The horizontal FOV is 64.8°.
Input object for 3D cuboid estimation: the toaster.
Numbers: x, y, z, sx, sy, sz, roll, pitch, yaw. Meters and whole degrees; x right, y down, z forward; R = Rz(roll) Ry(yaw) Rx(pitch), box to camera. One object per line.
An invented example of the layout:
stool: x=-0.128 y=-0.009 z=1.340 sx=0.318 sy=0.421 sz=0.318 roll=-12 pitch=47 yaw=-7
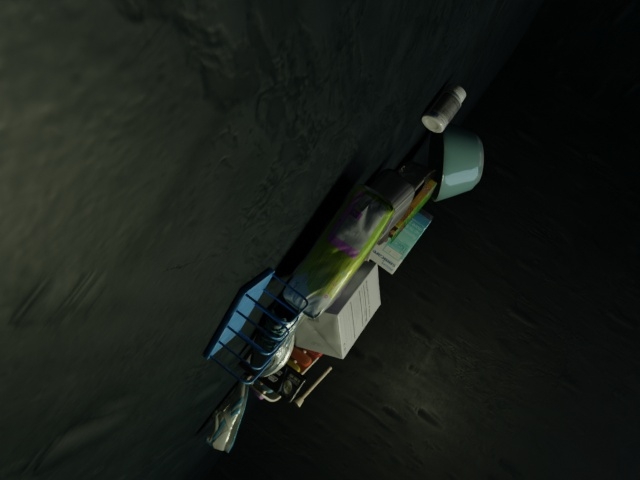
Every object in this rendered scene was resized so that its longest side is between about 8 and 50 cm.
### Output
toaster: x=0.171 y=-0.097 z=1.433 sx=0.146 sy=0.129 sz=0.227 roll=-45 pitch=169 yaw=-39

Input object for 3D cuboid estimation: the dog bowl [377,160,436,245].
dog bowl: x=0.287 y=-0.148 z=1.891 sx=0.348 sy=0.102 sz=0.348 roll=-48 pitch=166 yaw=-15

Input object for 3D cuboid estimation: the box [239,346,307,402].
box: x=-0.135 y=0.385 z=1.472 sx=0.077 sy=0.180 sz=0.147 roll=-55 pitch=173 yaw=-10

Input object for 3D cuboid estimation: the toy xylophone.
toy xylophone: x=-0.103 y=0.455 z=1.809 sx=0.322 sy=0.236 sz=0.081 roll=-48 pitch=134 yaw=-31

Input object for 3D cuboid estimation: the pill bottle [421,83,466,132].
pill bottle: x=0.372 y=-0.399 z=1.512 sx=0.137 sy=0.078 sz=0.078 roll=-53 pitch=172 yaw=-9

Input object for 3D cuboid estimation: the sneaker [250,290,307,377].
sneaker: x=-0.112 y=0.220 z=1.288 sx=0.282 sy=0.110 sz=0.122 roll=-62 pitch=160 yaw=1

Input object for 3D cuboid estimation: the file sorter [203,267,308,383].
file sorter: x=-0.115 y=0.161 z=0.937 sx=0.170 sy=0.105 sz=0.118 roll=-59 pitch=172 yaw=24

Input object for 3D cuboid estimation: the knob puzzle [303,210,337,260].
knob puzzle: x=0.000 y=0.000 z=1.194 sx=0.213 sy=0.030 sz=0.213 roll=-53 pitch=172 yaw=-11

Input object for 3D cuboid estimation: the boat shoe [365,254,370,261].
boat shoe: x=0.111 y=0.117 z=1.855 sx=0.097 sy=0.117 sz=0.324 roll=112 pitch=-5 yaw=-83

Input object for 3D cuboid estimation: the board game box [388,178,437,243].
board game box: x=0.333 y=-0.104 z=1.862 sx=0.259 sy=0.039 sz=0.124 roll=-51 pitch=167 yaw=-17

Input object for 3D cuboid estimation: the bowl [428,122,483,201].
bowl: x=0.517 y=-0.303 z=1.923 sx=0.311 sy=0.163 sz=0.311 roll=1 pitch=90 yaw=-89

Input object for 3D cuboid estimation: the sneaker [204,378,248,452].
sneaker: x=-0.292 y=0.547 z=1.607 sx=0.087 sy=0.092 sz=0.228 roll=108 pitch=0 yaw=-59

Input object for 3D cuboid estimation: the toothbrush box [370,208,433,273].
toothbrush box: x=0.317 y=-0.038 z=2.204 sx=0.295 sy=0.216 sz=0.126 roll=-56 pitch=171 yaw=20

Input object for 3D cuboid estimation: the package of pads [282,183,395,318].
package of pads: x=0.050 y=0.024 z=1.112 sx=0.296 sy=0.101 sz=0.229 roll=-56 pitch=172 yaw=6

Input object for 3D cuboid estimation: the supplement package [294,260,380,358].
supplement package: x=0.052 y=0.200 z=1.606 sx=0.293 sy=0.178 sz=0.175 roll=-46 pitch=136 yaw=-48

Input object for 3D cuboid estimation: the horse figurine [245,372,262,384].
horse figurine: x=-0.154 y=0.360 z=1.644 sx=0.263 sy=0.066 sz=0.174 roll=-58 pitch=-177 yaw=-8
